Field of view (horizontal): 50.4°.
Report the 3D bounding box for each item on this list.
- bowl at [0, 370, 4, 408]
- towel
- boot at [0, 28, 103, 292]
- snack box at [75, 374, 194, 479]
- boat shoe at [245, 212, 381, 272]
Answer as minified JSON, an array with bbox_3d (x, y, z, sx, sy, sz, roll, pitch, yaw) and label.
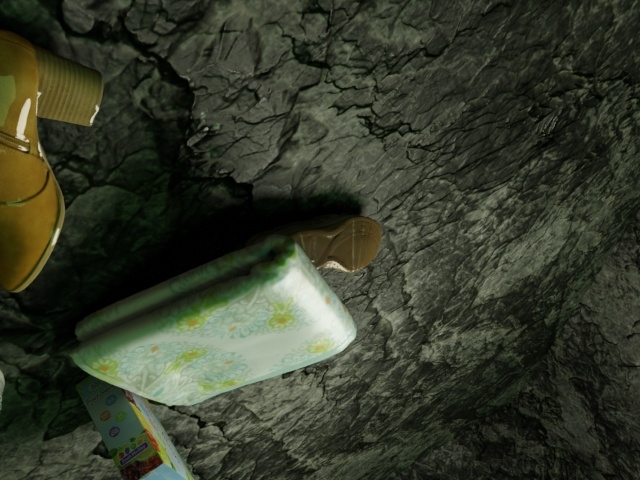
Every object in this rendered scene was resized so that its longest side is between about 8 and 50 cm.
[{"bbox_3d":[-0.507,0.248,0.926,0.170,0.080,0.170,-29,147,-21],"label":"bowl"},{"bbox_3d":[-0.153,0.150,1.082,0.374,0.090,0.320,-23,149,8],"label":"towel"},{"bbox_3d":[-0.363,-0.077,0.681,0.211,0.104,0.295,6,120,-44],"label":"boot"},{"bbox_3d":[-0.301,0.326,1.121,0.070,0.207,0.174,-34,147,-11],"label":"snack box"},{"bbox_3d":[0.000,0.000,1.179,0.285,0.089,0.105,-3,106,-49],"label":"boat shoe"}]
